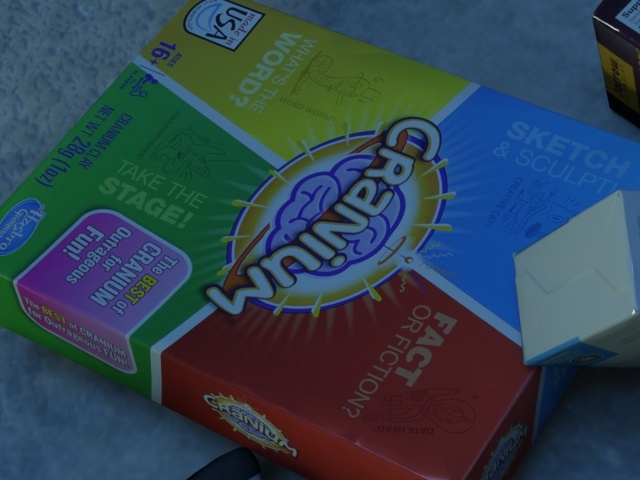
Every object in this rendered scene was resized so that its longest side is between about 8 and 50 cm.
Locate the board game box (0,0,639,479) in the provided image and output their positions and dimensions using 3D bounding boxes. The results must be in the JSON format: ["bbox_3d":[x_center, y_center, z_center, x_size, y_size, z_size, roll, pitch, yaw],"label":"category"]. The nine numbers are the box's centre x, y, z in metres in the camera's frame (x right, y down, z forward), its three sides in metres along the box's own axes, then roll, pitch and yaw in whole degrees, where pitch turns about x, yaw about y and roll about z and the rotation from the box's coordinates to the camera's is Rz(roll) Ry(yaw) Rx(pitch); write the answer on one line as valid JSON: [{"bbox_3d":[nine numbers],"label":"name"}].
[{"bbox_3d":[0.000,0.000,0.961,0.316,0.064,0.242,23,59,25],"label":"board game box"}]

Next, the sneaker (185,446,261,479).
[{"bbox_3d":[-0.086,0.238,0.881,0.145,0.090,0.270,45,57,2],"label":"sneaker"}]

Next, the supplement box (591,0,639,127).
[{"bbox_3d":[0.245,-0.075,0.936,0.081,0.104,0.188,-45,60,-9],"label":"supplement box"}]

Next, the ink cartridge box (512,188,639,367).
[{"bbox_3d":[0.199,0.022,0.847,0.181,0.104,0.061,3,72,-23],"label":"ink cartridge box"}]
